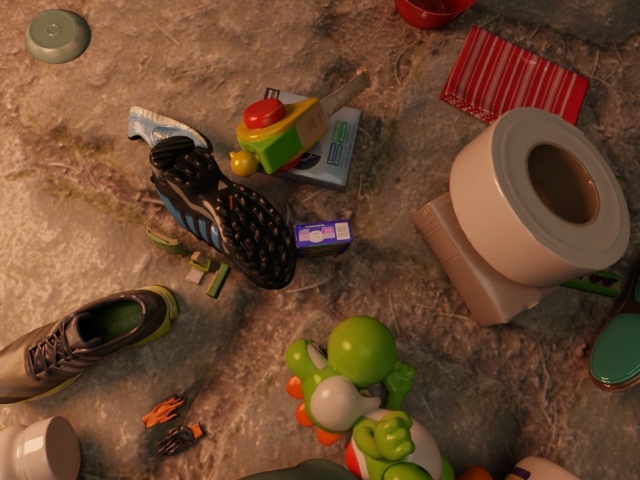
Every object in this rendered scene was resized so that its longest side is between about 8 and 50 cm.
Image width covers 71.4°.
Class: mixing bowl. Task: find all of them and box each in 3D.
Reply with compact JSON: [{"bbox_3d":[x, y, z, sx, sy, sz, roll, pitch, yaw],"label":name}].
[{"bbox_3d":[0.221,-0.498,0.900,0.181,0.098,0.182,1,76,-5],"label":"mixing bowl"}]

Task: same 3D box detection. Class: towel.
[{"bbox_3d":[0.402,-0.310,0.909,0.274,0.031,0.199,26,75,1],"label":"towel"}]

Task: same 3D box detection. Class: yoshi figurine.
[{"bbox_3d":[0.109,0.255,0.666,0.362,0.204,0.203,44,55,17],"label":"yoshi figurine"}]

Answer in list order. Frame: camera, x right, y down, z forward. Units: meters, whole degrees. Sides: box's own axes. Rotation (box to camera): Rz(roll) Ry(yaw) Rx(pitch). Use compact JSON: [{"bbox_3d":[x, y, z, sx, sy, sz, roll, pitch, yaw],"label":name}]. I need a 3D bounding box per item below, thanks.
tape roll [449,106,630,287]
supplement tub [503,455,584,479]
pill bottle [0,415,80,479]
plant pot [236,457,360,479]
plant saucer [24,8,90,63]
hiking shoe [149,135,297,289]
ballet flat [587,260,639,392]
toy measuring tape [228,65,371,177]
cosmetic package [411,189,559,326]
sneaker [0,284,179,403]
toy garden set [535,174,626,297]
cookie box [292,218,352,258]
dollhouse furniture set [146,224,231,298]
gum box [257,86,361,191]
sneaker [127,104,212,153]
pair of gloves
[{"bbox_3d":[0.355,-0.072,0.723,0.286,0.100,0.287,9,64,-20],"label":"tape roll"},{"bbox_3d":[0.282,0.498,0.595,0.331,0.241,0.241,-42,84,-13],"label":"supplement tub"},{"bbox_3d":[-0.465,0.334,0.623,0.208,0.119,0.119,-18,79,-10],"label":"pill bottle"},{"bbox_3d":[-0.052,0.415,0.551,0.271,0.255,0.272,1,92,32],"label":"plant pot"},{"bbox_3d":[-0.502,-0.393,0.842,0.119,0.021,0.120,1,76,-6],"label":"plant saucer"},{"bbox_3d":[-0.159,-0.035,0.742,0.304,0.132,0.113,48,59,2],"label":"hiking shoe"},{"bbox_3d":[0.582,0.149,0.783,0.316,0.107,0.106,-51,119,-13],"label":"ballet flat"},{"bbox_3d":[-0.043,-0.214,0.772,0.121,0.121,0.330,40,61,5],"label":"toy measuring tape"},{"bbox_3d":[0.283,0.018,0.783,0.127,0.107,0.238,-27,83,-13],"label":"cosmetic package"},{"bbox_3d":[-0.373,0.148,0.674,0.299,0.121,0.111,-29,81,-11],"label":"sneaker"},{"bbox_3d":[0.481,-0.036,0.840,0.203,0.049,0.245,13,76,-3],"label":"toy garden set"},{"bbox_3d":[0.000,0.000,0.754,0.091,0.107,0.040,-6,79,-6],"label":"cookie box"},{"bbox_3d":[-0.228,0.039,0.739,0.151,0.076,0.059,25,75,0],"label":"dollhouse furniture set"},{"bbox_3d":[-0.029,-0.187,0.830,0.184,0.041,0.157,13,76,-3],"label":"gum box"},{"bbox_3d":[-0.272,-0.182,0.805,0.162,0.063,0.073,21,93,4],"label":"sneaker"},{"bbox_3d":[-0.235,0.294,0.711,0.074,0.010,0.083,-30,84,-13],"label":"pair of gloves"}]
